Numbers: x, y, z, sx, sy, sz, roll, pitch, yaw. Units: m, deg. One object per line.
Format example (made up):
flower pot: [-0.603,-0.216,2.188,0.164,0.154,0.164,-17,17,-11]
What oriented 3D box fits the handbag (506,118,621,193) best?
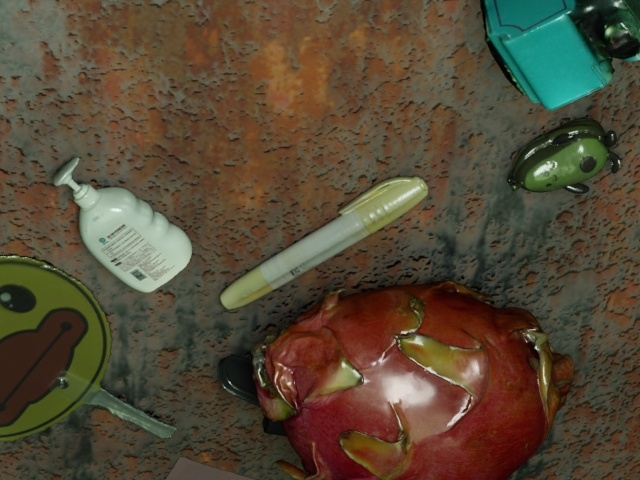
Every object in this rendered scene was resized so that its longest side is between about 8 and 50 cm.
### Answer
handbag: [0.231,-0.074,1.480,0.111,0.047,0.072,-21,126,0]

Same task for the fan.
fan: [-0.284,0.129,1.527,0.335,0.011,0.229,31,113,-27]

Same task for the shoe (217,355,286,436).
shoe: [-0.051,0.169,1.582,0.159,0.062,0.053,30,126,-30]

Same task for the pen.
pen: [0.000,0.000,1.490,0.233,0.032,0.040,-30,103,9]

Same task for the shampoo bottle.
shampoo bottle: [-0.193,-0.016,1.424,0.077,0.045,0.152,-37,126,15]

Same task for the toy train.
toy train: [0.214,-0.205,1.299,0.154,0.198,0.107,-26,126,21]

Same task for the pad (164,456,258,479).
pad: [-0.099,0.304,1.697,0.188,0.006,0.113,22,118,-25]

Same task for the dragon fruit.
dragon fruit: [0.095,0.155,1.507,0.315,0.250,0.250,14,122,-44]
